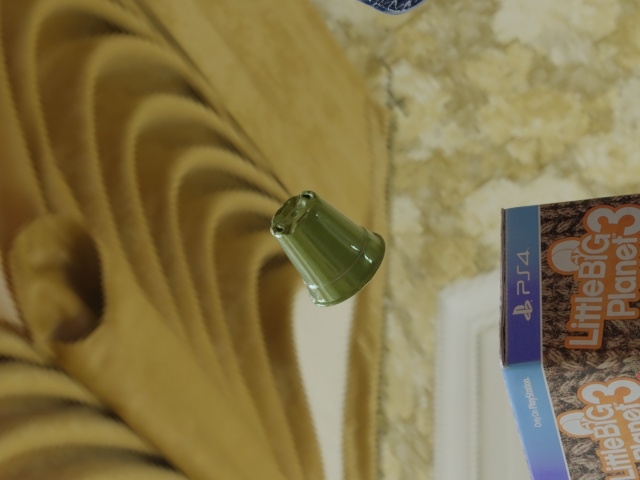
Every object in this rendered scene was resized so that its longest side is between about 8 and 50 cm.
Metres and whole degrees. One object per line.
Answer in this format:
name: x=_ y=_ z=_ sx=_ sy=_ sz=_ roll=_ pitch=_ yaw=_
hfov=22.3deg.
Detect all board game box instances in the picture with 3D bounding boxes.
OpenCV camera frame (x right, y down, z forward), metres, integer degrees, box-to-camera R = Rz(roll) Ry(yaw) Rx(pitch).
board game box: x=0.285 y=0.088 z=1.126 sx=0.291 sy=0.232 sz=0.141 roll=-6 pitch=-133 yaw=14

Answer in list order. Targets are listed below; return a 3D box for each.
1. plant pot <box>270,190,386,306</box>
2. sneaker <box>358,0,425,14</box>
plant pot: x=0.000 y=0.000 z=1.391 sx=0.083 sy=0.079 sz=0.083 roll=-31 pitch=-149 yaw=21
sneaker: x=-0.009 y=-0.201 z=0.936 sx=0.081 sy=0.232 sz=0.090 roll=-45 pitch=-118 yaw=13
